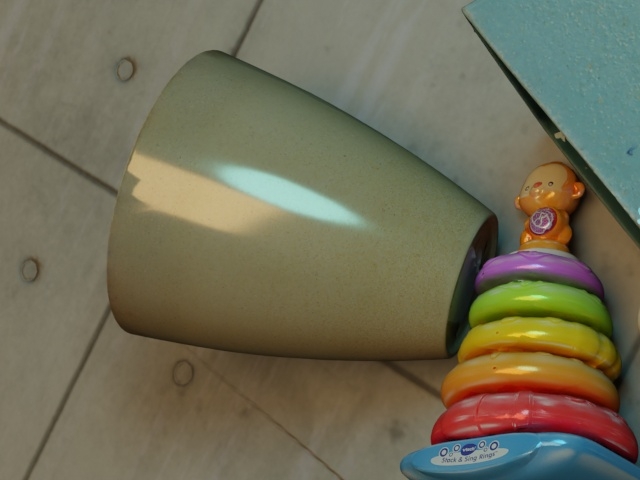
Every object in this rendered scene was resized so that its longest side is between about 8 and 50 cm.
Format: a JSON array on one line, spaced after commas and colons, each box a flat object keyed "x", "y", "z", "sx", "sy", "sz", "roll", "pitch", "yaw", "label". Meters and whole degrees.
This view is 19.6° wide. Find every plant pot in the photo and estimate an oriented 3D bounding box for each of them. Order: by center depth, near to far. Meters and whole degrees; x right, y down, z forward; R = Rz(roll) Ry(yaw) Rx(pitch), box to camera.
[{"x": 0.302, "y": -0.120, "z": 1.386, "sx": 0.252, "sy": 0.247, "sz": 0.248, "roll": -38, "pitch": 63, "yaw": 6, "label": "plant pot"}, {"x": 0.000, "y": 0.000, "z": 1.558, "sx": 0.274, "sy": 0.256, "sz": 0.257, "roll": 18, "pitch": 91, "yaw": 17, "label": "plant pot"}]

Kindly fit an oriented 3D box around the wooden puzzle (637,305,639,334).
[{"x": 0.347, "y": 0.143, "z": 1.324, "sx": 0.221, "sy": 0.239, "sz": 0.044, "roll": 8, "pitch": 47, "yaw": 33, "label": "wooden puzzle"}]

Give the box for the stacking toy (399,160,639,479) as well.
[{"x": 0.178, "y": 0.069, "z": 1.488, "sx": 0.175, "sy": 0.165, "sz": 0.302, "roll": -13, "pitch": 59, "yaw": 39, "label": "stacking toy"}]
